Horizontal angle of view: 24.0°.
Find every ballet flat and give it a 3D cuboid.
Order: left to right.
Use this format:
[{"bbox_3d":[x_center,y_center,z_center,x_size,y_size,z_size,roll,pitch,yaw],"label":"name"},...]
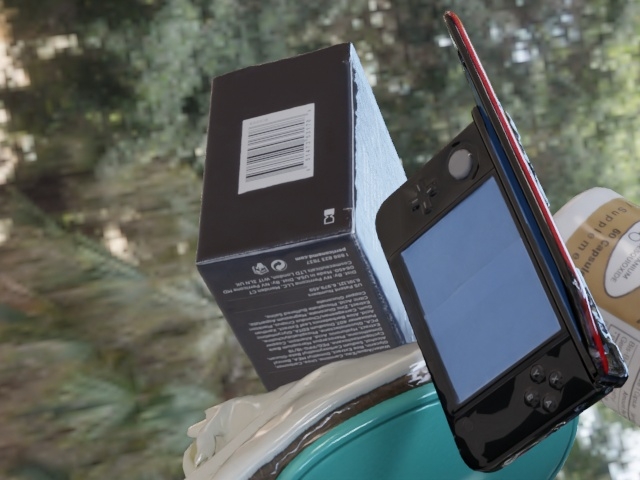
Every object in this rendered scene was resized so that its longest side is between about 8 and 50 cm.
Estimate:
[{"bbox_3d":[-0.052,0.145,0.681,0.139,0.400,0.139,35,-35,30],"label":"ballet flat"}]

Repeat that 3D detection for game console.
[{"bbox_3d":[0.059,0.004,0.617,0.124,0.085,0.144,-42,-129,31],"label":"game console"}]

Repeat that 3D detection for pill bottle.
[{"bbox_3d":[0.249,0.071,1.012,0.229,0.131,0.131,33,-43,28],"label":"pill bottle"}]

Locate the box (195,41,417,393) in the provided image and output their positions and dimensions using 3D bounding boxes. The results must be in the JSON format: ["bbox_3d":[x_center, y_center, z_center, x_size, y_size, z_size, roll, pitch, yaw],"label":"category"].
[{"bbox_3d":[0.000,0.000,0.879,0.156,0.093,0.158,-89,161,-44],"label":"box"}]
